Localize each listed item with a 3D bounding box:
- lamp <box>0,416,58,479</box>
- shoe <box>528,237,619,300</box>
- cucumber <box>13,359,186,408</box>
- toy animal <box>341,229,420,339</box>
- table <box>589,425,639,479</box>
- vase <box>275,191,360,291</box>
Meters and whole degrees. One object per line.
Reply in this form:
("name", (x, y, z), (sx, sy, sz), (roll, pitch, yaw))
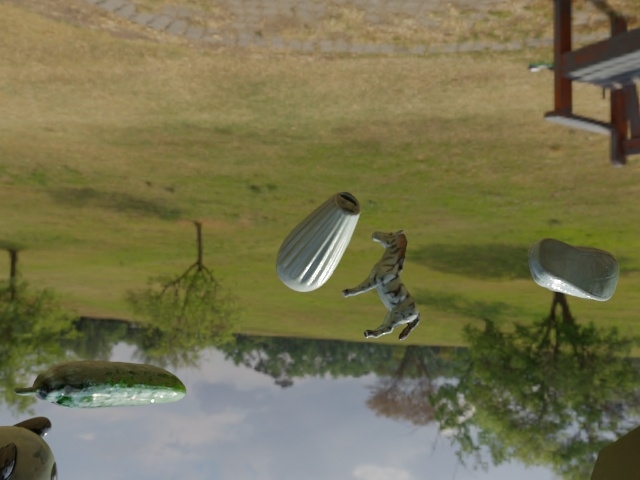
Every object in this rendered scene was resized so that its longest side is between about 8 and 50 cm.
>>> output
("lamp", (-0.524, 0.395, 1.111), (0.197, 0.198, 0.244), (2, -175, -11))
("shoe", (0.472, 0.054, 1.299), (0.251, 0.103, 0.100), (15, 171, -33))
("cucumber", (-0.245, 0.165, 0.780), (0.056, 0.056, 0.250), (-2, 167, 28))
("toy animal", (0.134, 0.107, 1.551), (0.169, 0.255, 0.090), (-9, 180, -3))
("table", (0.348, 0.286, 0.593), (0.193, 0.172, 0.169), (27, 149, 11))
("vase", (0.000, 0.000, 1.412), (0.128, 0.128, 0.248), (5, 139, -32))
